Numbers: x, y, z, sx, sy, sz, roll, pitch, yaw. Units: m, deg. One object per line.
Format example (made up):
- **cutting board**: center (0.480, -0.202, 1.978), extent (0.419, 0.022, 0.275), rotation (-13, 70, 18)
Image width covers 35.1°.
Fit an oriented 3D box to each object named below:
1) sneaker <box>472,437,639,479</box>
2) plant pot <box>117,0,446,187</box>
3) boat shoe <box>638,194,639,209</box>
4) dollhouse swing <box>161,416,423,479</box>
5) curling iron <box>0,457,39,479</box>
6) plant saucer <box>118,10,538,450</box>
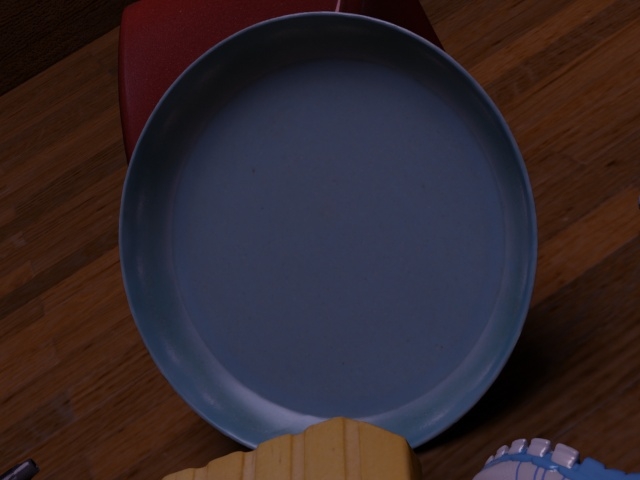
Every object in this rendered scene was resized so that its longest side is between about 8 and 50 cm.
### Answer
- **sneaker**: center (0.118, 0.143, 0.451), extent (0.083, 0.071, 0.191), rotation (-43, 15, -25)
- **plant pot**: center (-0.026, -0.084, 0.909), extent (0.267, 0.267, 0.235), rotation (-16, 42, 23)
- **boat shoe**: center (0.272, -0.009, 0.702), extent (0.142, 0.049, 0.040), rotation (21, 93, 62)
- **dollhouse swing**: center (-0.116, 0.192, 0.488), extent (0.347, 0.315, 0.305), rotation (-22, 48, 15)
- **curling iron**: center (-0.339, 0.274, 0.814), extent (0.274, 0.035, 0.068), rotation (-38, 33, -16)
- **plant saucer**: center (0.000, 0.000, 0.723), extent (0.318, 0.317, 0.044), rotation (-17, -5, 23)
